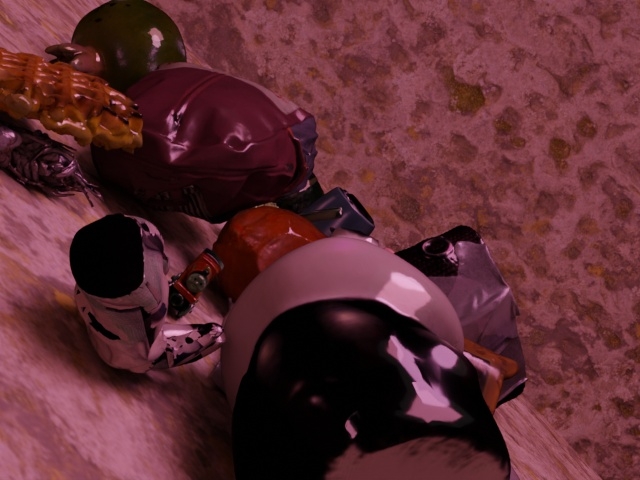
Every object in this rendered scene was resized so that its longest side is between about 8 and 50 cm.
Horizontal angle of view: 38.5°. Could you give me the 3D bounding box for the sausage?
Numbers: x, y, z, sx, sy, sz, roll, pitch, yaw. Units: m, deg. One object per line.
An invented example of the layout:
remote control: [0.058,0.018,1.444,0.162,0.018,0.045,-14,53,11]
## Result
sausage: [-0.032,0.060,1.218,0.268,0.153,0.141,43,-17,-28]

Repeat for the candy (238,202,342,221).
candy: [-0.049,-0.025,1.328,0.092,0.093,0.335,64,-24,-9]

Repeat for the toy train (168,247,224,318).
toy train: [-0.144,0.048,1.027,0.044,0.064,0.103,47,8,-7]

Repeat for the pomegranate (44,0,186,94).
pomegranate: [-0.313,-0.273,1.389,0.187,0.187,0.225,49,37,12]

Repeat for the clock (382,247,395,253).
clock: [0.091,0.154,1.432,0.241,0.142,0.227,55,-18,-4]

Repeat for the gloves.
gloves: [-0.157,0.060,0.807,0.127,0.111,0.212,45,-22,24]

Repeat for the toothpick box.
toothpick box: [0.000,0.000,1.552,0.120,0.184,0.120,46,9,-10]

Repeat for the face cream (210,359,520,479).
face cream: [0.076,0.227,1.056,0.420,0.137,0.235,44,36,-6]

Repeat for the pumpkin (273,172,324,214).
pumpkin: [-0.073,-0.079,1.687,0.212,0.152,0.211,51,-9,11]

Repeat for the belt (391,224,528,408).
belt: [0.163,0.126,1.215,0.184,0.164,0.289,48,-22,50]

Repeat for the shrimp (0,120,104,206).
shrimp: [-0.286,-0.080,0.949,0.165,0.057,0.065,29,2,-36]

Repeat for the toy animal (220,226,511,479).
toy animal: [0.024,0.130,0.843,0.251,0.251,0.310,41,13,-37]

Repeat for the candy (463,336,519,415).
candy: [0.122,0.221,0.956,0.143,0.271,0.101,24,-28,-3]

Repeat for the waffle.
waffle: [-0.320,-0.165,0.987,0.243,0.059,0.238,27,14,20]

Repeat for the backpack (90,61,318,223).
backpack: [-0.159,-0.119,1.216,0.283,0.197,0.317,12,19,7]
